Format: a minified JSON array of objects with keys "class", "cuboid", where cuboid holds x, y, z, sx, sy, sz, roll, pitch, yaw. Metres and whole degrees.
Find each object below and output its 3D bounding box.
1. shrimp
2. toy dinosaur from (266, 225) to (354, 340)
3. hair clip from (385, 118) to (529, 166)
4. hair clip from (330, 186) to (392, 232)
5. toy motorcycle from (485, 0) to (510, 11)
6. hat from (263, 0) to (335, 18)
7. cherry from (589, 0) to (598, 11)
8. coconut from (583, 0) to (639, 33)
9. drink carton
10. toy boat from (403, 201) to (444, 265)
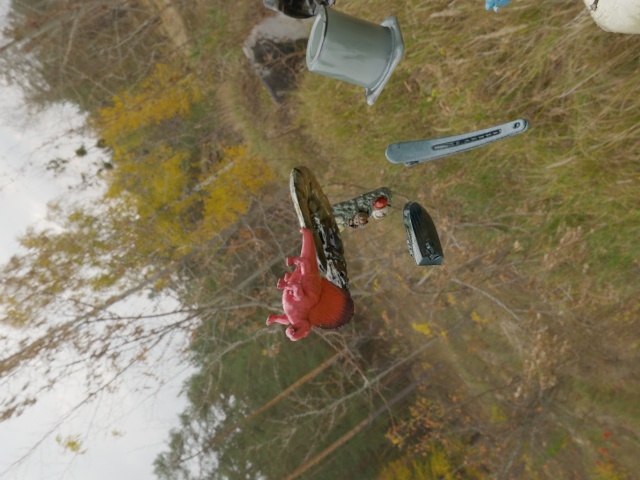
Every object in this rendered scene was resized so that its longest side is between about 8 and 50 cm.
[{"class":"shrimp","cuboid":[0.000,0.000,1.152,0.233,0.071,0.364,-61,-45,-70]},{"class":"toy dinosaur","cuboid":[0.001,0.075,0.872,0.286,0.139,0.070,-73,-1,-51]},{"class":"hair clip","cuboid":[0.266,-0.195,0.954,0.083,0.276,0.048,6,-103,-52]},{"class":"hair clip","cuboid":[0.100,-0.082,1.649,0.138,0.322,0.091,81,169,-61]},{"class":"toy motorcycle","cuboid":[0.606,-0.910,1.723,0.182,0.272,0.123,30,141,6]},{"class":"hat","cuboid":[-0.070,-1.006,1.674,0.257,0.367,0.381,6,-110,-52]},{"class":"cherry","cuboid":[0.595,-0.562,1.033,0.115,0.187,0.148,12,-161,-29]},{"class":"coconut","cuboid":[0.926,-0.772,1.355,0.346,0.346,0.360,54,176,9]},{"class":"drink carton","cuboid":[0.071,-0.467,1.203,0.185,0.190,0.190,119,152,-53]},{"class":"toy boat","cuboid":[0.189,-0.017,0.929,0.060,0.055,0.141,118,146,-56]}]
